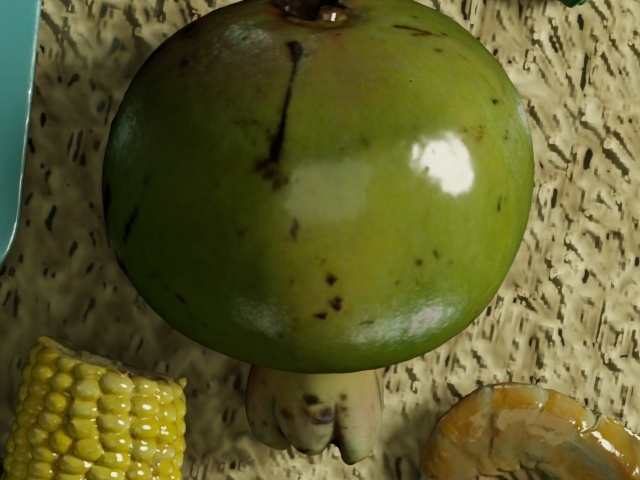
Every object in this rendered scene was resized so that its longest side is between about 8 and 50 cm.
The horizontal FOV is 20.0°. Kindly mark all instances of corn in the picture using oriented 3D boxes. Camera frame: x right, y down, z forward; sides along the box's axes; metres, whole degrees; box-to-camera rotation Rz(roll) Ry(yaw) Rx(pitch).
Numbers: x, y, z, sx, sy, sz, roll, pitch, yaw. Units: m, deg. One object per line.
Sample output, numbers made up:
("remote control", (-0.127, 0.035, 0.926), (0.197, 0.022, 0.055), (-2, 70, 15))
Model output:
("corn", (-0.109, 0.166, 0.773), (0.081, 0.081, 0.248), (10, 93, -11))

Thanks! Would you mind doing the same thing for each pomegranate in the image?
("pomegranate", (0.012, -0.008, 0.769), (0.179, 0.179, 0.210), (-36, 119, -6))

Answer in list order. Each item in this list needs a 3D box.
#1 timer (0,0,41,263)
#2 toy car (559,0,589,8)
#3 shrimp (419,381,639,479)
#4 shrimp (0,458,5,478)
("timer", (-0.230, -0.108, 0.751), (0.231, 0.091, 0.250), (4, 89, -11))
("toy car", (0.132, -0.181, 0.831), (0.073, 0.054, 0.143), (34, 86, -10))
("shrimp", (0.120, 0.128, 0.855), (0.162, 0.045, 0.095), (28, 89, -13))
("shrimp", (-0.135, 0.118, 0.813), (0.092, 0.029, 0.038), (15, 90, -15))
